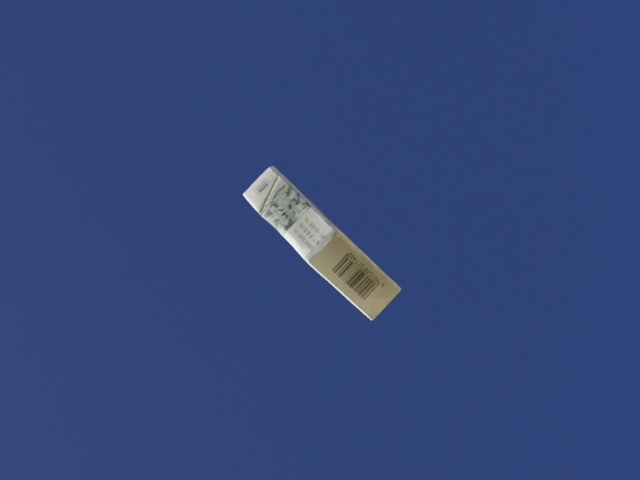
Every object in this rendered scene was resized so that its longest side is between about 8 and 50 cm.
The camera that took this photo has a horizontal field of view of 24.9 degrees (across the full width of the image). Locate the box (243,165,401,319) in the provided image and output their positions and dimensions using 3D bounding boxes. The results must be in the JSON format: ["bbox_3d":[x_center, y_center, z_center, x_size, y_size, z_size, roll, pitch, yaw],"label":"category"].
[{"bbox_3d":[0.000,0.000,0.715,0.024,0.083,0.054,-48,-55,2],"label":"box"}]
